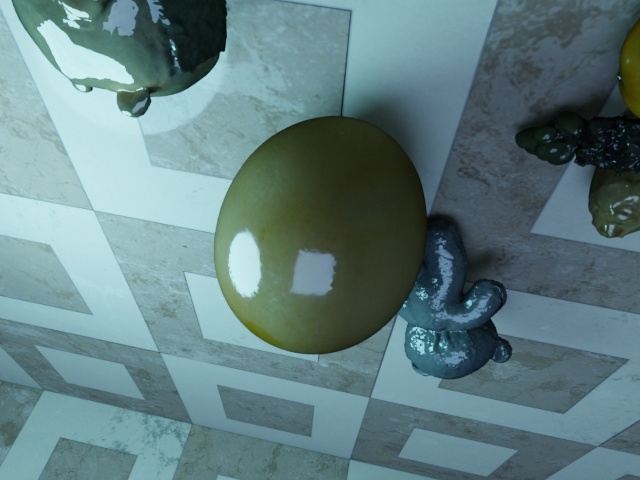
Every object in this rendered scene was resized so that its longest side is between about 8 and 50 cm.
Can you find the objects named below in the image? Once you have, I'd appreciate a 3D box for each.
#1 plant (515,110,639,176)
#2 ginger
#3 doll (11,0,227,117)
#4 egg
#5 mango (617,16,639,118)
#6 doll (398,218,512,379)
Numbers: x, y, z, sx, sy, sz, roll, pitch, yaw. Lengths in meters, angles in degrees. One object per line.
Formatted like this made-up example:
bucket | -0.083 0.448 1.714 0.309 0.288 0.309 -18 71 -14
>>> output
plant | 0.333 -0.125 0.625 0.085 0.087 0.174 34 170 -38
ginger | 0.415 -0.087 0.643 0.115 0.122 0.193 20 141 27
doll | -0.224 -0.307 0.477 0.248 0.247 0.349 8 132 9
egg | 0.000 0.000 0.725 0.301 0.301 0.373 19 140 -6
mango | 0.405 -0.208 0.488 0.152 0.120 0.221 25 134 -18
doll | 0.232 0.104 0.935 0.246 0.158 0.340 -10 107 35
